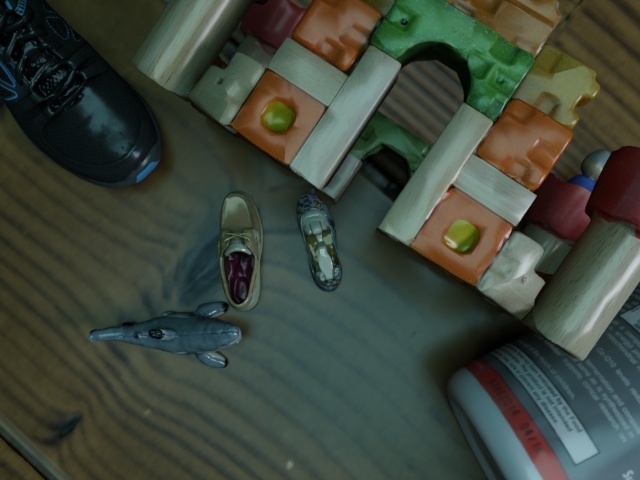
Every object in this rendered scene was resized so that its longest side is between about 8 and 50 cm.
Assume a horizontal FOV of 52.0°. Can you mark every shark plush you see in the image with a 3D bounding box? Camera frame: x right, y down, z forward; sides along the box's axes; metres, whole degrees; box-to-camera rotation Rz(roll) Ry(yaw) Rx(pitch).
[{"bbox_3d":[-0.164,0.093,0.706,0.161,0.067,0.073,12,86,2],"label":"shark plush"}]

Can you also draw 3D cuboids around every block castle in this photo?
[{"bbox_3d":[0.087,-0.112,0.604,0.453,0.303,0.212,34,93,3],"label":"block castle"}]

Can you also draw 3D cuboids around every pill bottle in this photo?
[{"bbox_3d":[0.325,0.141,0.624,0.363,0.210,0.210,-28,86,-1],"label":"pill bottle"}]

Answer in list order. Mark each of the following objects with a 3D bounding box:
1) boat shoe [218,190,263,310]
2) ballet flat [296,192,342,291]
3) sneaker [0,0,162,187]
[{"bbox_3d":[-0.088,0.010,0.722,0.050,0.045,0.135,-7,86,0],"label":"boat shoe"},{"bbox_3d":[0.000,0.000,0.725,0.041,0.041,0.114,-14,85,0],"label":"ballet flat"},{"bbox_3d":[-0.311,-0.190,0.694,0.341,0.139,0.125,45,86,2],"label":"sneaker"}]
